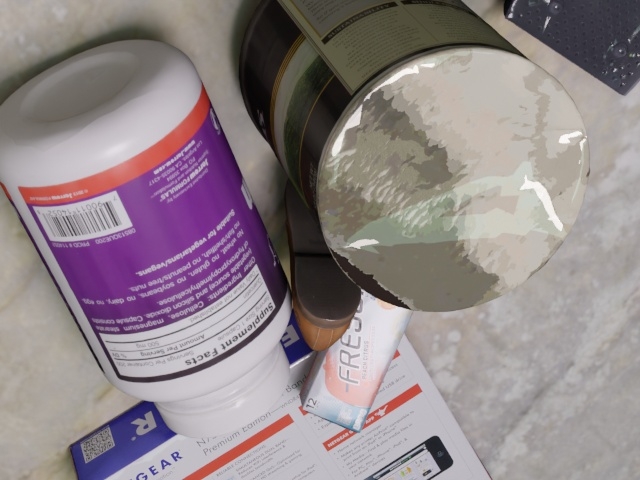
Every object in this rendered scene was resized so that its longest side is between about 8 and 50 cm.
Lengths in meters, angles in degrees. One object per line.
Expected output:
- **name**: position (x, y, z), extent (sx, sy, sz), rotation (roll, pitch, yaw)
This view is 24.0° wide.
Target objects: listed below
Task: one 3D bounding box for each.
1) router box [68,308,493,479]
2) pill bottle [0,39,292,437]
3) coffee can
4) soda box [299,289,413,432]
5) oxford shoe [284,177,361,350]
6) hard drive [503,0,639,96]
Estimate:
- **router box**: position (-0.023, 0.235, 1.477), extent (0.335, 0.082, 0.301), rotation (-31, 121, -1)
- **pill bottle**: position (-0.136, 0.006, 1.266), extent (0.181, 0.181, 0.323), rotation (-25, 122, -5)
- **coffee can**: position (0.062, -0.096, 1.163), extent (0.201, 0.275, 0.202), rotation (-6, 116, -13)
- **soda box**: position (0.042, 0.074, 1.336), extent (0.058, 0.063, 0.183), rotation (22, 94, -6)
- **oxford shoe**: position (0.000, 0.000, 1.316), extent (0.076, 0.212, 0.076), rotation (9, 143, -4)
- **hard drive**: position (0.284, -0.273, 1.337), extent (0.172, 0.054, 0.255), rotation (27, 105, -28)
